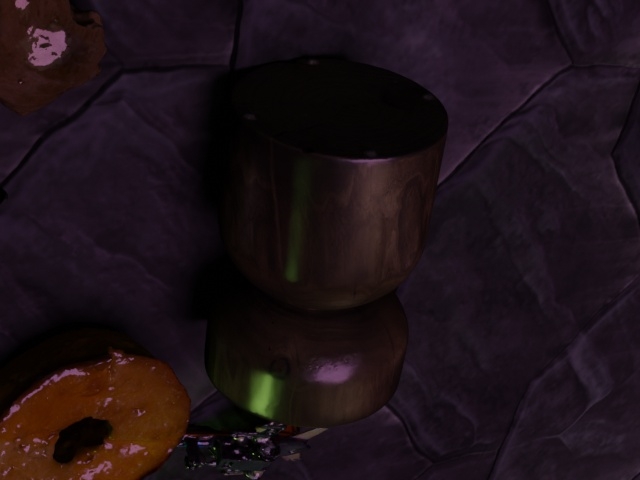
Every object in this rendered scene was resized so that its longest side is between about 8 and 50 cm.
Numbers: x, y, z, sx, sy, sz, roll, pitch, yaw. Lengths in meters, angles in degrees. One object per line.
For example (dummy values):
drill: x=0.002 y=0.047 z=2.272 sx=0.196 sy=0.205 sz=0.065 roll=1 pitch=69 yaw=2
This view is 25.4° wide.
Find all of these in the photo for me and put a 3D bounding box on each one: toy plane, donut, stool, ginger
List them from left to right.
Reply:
ginger: x=-0.193 y=-0.162 z=0.999 sx=0.096 sy=0.067 sz=0.165 roll=7 pitch=118 yaw=-18
donut: x=-0.212 y=0.152 z=1.217 sx=0.190 sy=0.074 sz=0.174 roll=-40 pitch=139 yaw=-3
toy plane: x=-0.088 y=0.200 z=1.361 sx=0.188 sy=0.062 sz=0.135 roll=-6 pitch=150 yaw=-34
stool: x=0.000 y=0.000 z=1.197 sx=0.179 sy=0.179 sz=0.264 roll=-14 pitch=128 yaw=-32

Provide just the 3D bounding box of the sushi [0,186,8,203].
sushi: x=-0.330 y=-0.006 z=0.856 sx=0.225 sy=0.238 sz=0.218 roll=30 pitch=61 yaw=-13
